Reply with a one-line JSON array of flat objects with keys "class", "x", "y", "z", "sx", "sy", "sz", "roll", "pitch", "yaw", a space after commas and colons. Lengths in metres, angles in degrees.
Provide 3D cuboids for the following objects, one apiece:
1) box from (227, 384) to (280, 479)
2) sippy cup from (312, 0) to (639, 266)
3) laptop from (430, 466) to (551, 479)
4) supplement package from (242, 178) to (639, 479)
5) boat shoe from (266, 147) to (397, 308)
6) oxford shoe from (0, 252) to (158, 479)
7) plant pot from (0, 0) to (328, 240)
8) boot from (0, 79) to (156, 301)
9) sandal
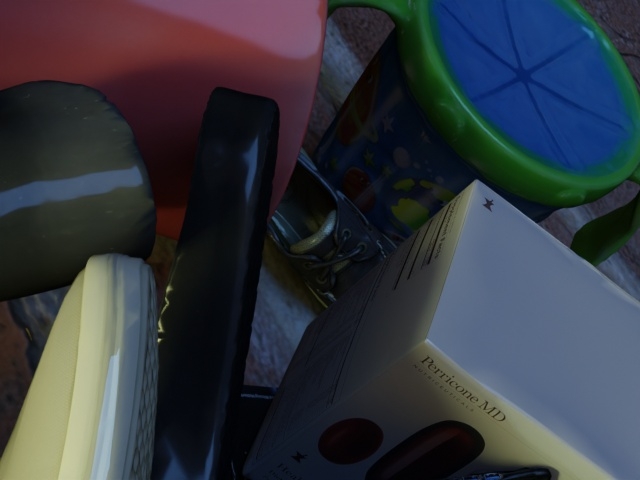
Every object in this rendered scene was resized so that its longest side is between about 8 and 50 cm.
[{"class": "box", "x": -0.007, "y": 0.187, "z": 0.893, "sx": 0.180, "sy": 0.077, "sz": 0.147, "roll": 10, "pitch": 55, "yaw": -32}, {"class": "sippy cup", "x": 0.114, "y": -0.085, "z": 1.075, "sx": 0.240, "sy": 0.224, "sz": 0.305, "roll": -24, "pitch": 76, "yaw": -44}, {"class": "laptop", "x": 0.002, "y": 0.261, "z": 0.709, "sx": 0.264, "sy": 0.234, "sz": 0.136, "roll": -3, "pitch": 44, "yaw": -17}, {"class": "supplement package", "x": 0.097, "y": 0.112, "z": 0.822, "sx": 0.194, "sy": 0.203, "sz": 0.149, "roll": 36, "pitch": 44, "yaw": -11}, {"class": "boat shoe", "x": 0.000, "y": -0.001, "z": 1.016, "sx": 0.223, "sy": 0.080, "sz": 0.073, "roll": 51, "pitch": 11, "yaw": 6}, {"class": "oxford shoe", "x": -0.163, "y": 0.219, "z": 0.575, "sx": 0.130, "sy": 0.169, "sz": 0.449, "roll": 14, "pitch": 88, "yaw": 1}, {"class": "plant pot", "x": -0.155, "y": -0.139, "z": 0.907, "sx": 0.243, "sy": 0.275, "sz": 0.275, "roll": 9, "pitch": 54, "yaw": -20}, {"class": "boot", "x": -0.281, "y": 0.030, "z": 0.568, "sx": 0.445, "sy": 0.146, "sz": 0.367, "roll": -9, "pitch": 20, "yaw": -26}, {"class": "sandal", "x": -0.109, "y": 0.127, "z": 0.750, "sx": 0.107, "sy": 0.167, "sz": 0.446, "roll": 9, "pitch": 80, "yaw": 1}]
